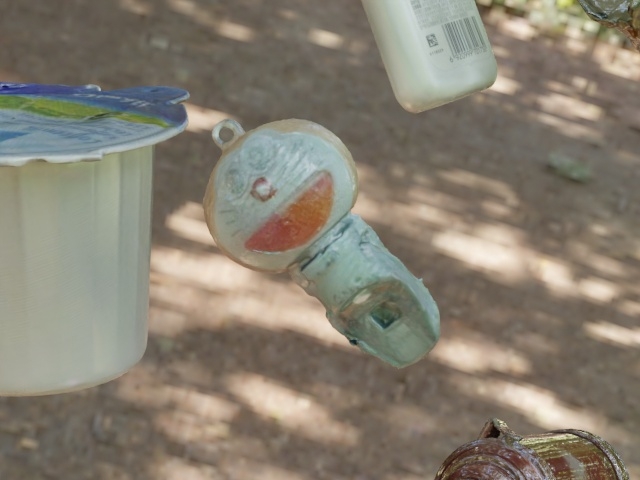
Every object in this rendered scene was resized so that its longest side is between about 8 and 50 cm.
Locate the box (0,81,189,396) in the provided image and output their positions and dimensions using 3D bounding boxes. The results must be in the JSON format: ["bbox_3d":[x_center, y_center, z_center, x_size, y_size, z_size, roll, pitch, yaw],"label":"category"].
[{"bbox_3d":[-0.220,-0.006,1.433,0.262,0.206,0.291,12,18,33],"label":"box"}]

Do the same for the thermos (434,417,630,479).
[{"bbox_3d":[0.144,0.183,1.257,0.124,0.099,0.232,20,5,25],"label":"thermos"}]

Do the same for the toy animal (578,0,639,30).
[{"bbox_3d":[0.274,-0.197,1.244,0.186,0.094,0.214,14,38,6],"label":"toy animal"}]

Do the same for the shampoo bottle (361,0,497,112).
[{"bbox_3d":[0.060,-0.206,1.306,0.051,0.221,0.108,-18,2,43],"label":"shampoo bottle"}]

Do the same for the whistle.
[{"bbox_3d":[0.000,0.000,1.974,0.348,0.189,0.189,48,22,1],"label":"whistle"}]

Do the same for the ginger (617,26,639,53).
[{"bbox_3d":[0.363,-0.203,1.551,0.256,0.176,0.375,7,4,19],"label":"ginger"}]
